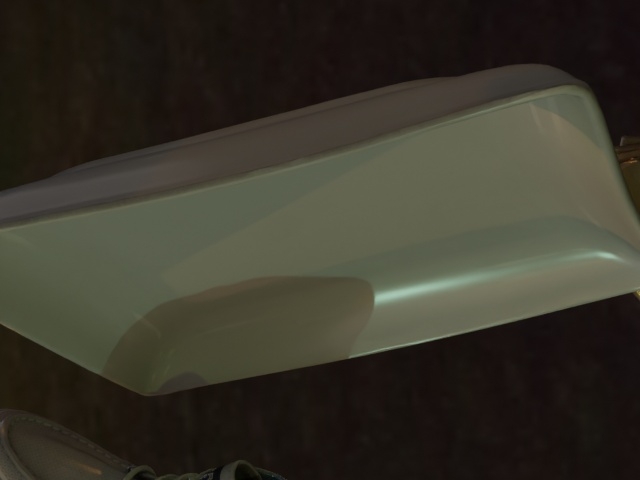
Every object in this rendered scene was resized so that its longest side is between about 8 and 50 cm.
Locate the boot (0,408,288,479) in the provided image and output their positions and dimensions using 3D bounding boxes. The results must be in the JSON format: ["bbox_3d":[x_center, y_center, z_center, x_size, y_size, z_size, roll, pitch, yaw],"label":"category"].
[{"bbox_3d":[-0.086,0.161,1.155,0.123,0.258,0.095,-49,10,35],"label":"boot"}]

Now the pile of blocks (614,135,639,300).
[{"bbox_3d":[0.321,-0.004,1.688,0.112,0.362,0.149,-122,34,-61],"label":"pile of blocks"}]

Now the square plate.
[{"bbox_3d":[0.000,0.000,1.028,0.347,0.344,0.049,44,-144,-67],"label":"square plate"}]
